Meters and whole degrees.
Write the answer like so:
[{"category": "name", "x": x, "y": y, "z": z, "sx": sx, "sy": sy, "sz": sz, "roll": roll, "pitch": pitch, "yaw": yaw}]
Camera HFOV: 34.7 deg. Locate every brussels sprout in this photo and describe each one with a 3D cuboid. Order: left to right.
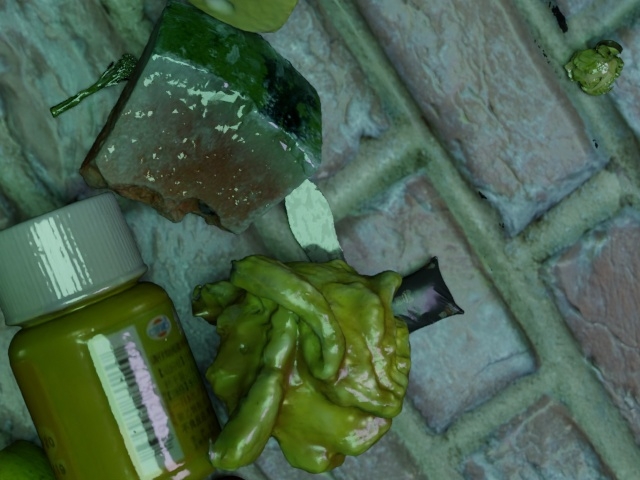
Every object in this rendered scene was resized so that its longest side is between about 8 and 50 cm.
[{"category": "brussels sprout", "x": 0.411, "y": -0.257, "z": 1.503, "sx": 0.085, "sy": 0.058, "sz": 0.085, "roll": 0, "pitch": 89, "yaw": -25}]

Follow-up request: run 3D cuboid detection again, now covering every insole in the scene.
[{"category": "insole", "x": 0.000, "y": 0.000, "z": 1.484, "sx": 0.065, "sy": 0.006, "sz": 0.193, "roll": -25, "pitch": 100, "yaw": -7}]

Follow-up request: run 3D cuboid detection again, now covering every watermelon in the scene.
[{"category": "watermelon", "x": -0.143, "y": -0.145, "z": 1.362, "sx": 0.264, "sy": 0.151, "sz": 0.302, "roll": 31, "pitch": 93, "yaw": -20}]

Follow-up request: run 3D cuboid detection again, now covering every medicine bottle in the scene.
[{"category": "medicine bottle", "x": -0.288, "y": 0.147, "z": 1.338, "sx": 0.224, "sy": 0.224, "sz": 0.385, "roll": -22, "pitch": 95, "yaw": -7}]

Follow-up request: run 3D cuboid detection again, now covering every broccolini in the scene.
[{"category": "broccolini", "x": -0.310, "y": -0.213, "z": 1.398, "sx": 0.139, "sy": 0.030, "sz": 0.035, "roll": -29, "pitch": 94, "yaw": -1}]

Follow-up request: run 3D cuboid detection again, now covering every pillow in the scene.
[{"category": "pillow", "x": 0.124, "y": 0.095, "z": 1.495, "sx": 0.150, "sy": 0.048, "sz": 0.090, "roll": -25, "pitch": 105, "yaw": -4}]

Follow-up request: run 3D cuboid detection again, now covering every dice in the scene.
[{"category": "dice", "x": -0.089, "y": -0.385, "z": 1.320, "sx": 0.169, "sy": 0.169, "sz": 0.166, "roll": 24, "pitch": 69, "yaw": -12}]

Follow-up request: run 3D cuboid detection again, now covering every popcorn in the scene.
[{"category": "popcorn", "x": -0.018, "y": 0.142, "z": 1.333, "sx": 0.289, "sy": 0.321, "sz": 0.326, "roll": -13, "pitch": 122, "yaw": -1}]

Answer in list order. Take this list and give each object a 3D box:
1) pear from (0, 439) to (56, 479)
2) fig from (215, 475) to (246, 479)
[{"category": "pear", "x": -0.415, "y": 0.487, "z": 1.355, "sx": 0.318, "sy": 0.238, "sz": 0.342, "roll": 41, "pitch": 88, "yaw": -3}, {"category": "fig", "x": -0.124, "y": 0.417, "z": 1.462, "sx": 0.109, "sy": 0.103, "sz": 0.155, "roll": -28, "pitch": 92, "yaw": 17}]
